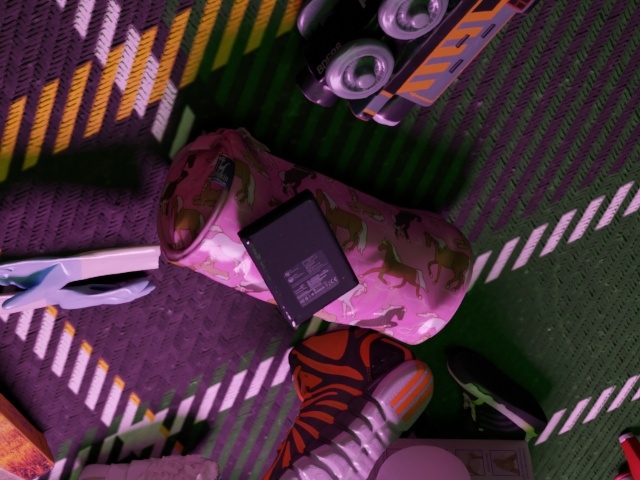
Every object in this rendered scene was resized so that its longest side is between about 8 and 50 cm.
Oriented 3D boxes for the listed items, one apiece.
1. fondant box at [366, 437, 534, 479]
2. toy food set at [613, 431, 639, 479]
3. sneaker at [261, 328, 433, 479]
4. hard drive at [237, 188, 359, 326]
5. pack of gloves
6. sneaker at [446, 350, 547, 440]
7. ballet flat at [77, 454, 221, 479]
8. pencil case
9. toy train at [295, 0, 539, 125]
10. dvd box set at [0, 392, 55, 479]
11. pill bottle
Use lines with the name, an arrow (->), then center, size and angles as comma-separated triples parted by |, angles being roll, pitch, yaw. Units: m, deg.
fondant box -> 0.140, 0.407, 1.940 | 0.330, 0.096, 0.238 | 0, 133, -4
toy food set -> 0.538, 0.348, 2.066 | 0.111, 0.104, 0.232 | -11, 152, -24
sneaker -> -0.007, 0.251, 1.732 | 0.321, 0.180, 0.124 | -43, 134, -13
hard drive -> -0.023, 0.020, 1.441 | 0.094, 0.022, 0.135 | -33, 122, -8
pack of gloves -> -0.307, 0.067, 1.537 | 0.232, 0.046, 0.195 | -7, 161, -11
sneaker -> 0.243, 0.248, 1.882 | 0.097, 0.084, 0.235 | -37, 130, 18
ballet flat -> -0.335, 0.401, 1.829 | 0.409, 0.147, 0.147 | -35, 130, 14
pencil case -> 0.000, 0.000, 1.548 | 0.386, 0.160, 0.167 | 22, 126, -30
toy train -> 0.121, -0.259, 1.379 | 0.190, 0.142, 0.334 | 18, 124, -40
dvd box set -> -0.534, 0.261, 1.570 | 0.308, 0.062, 0.420 | -29, 150, -7
pill bottle -> 0.141, 0.431, 1.773 | 0.182, 0.181, 0.323 | -10, 134, -7
